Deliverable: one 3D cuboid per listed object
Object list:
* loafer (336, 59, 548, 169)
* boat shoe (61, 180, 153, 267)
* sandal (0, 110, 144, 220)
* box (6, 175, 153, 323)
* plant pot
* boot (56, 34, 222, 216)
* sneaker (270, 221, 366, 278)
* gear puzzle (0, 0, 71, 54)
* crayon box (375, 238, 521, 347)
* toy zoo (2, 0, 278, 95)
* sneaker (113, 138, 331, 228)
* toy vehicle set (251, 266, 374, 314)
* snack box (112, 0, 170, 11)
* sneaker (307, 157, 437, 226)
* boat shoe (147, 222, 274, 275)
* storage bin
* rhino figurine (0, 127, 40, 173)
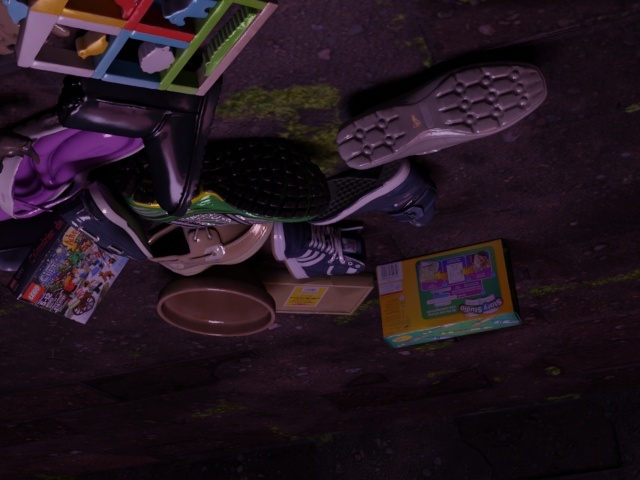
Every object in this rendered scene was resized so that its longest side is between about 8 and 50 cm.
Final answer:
[{"bbox_3d":[0.178,-0.191,1.409,0.319,0.112,0.111,-15,-171,18],"label":"loafer"},{"bbox_3d":[-0.338,-0.015,1.532,0.079,0.095,0.254,-30,165,-1],"label":"boat shoe"},{"bbox_3d":[-0.432,-0.100,1.465,0.416,0.102,0.169,-26,148,33],"label":"sandal"},{"bbox_3d":[-0.403,0.017,1.618,0.233,0.044,0.159,-56,143,1],"label":"box"},{"bbox_3d":[-0.204,0.101,1.910,0.237,0.110,0.237,3,153,2],"label":"plant pot"},{"bbox_3d":[-0.263,-0.155,1.321,0.207,0.094,0.246,6,121,-22],"label":"boot"},{"bbox_3d":[0.000,0.000,1.759,0.153,0.099,0.282,-4,162,10],"label":"sneaker"},{"bbox_3d":[-0.453,-0.319,1.062,0.175,0.044,0.339,-2,156,43],"label":"gear puzzle"},{"bbox_3d":[0.262,0.112,1.969,0.278,0.165,0.081,-13,154,16],"label":"crayon box"},{"bbox_3d":[-0.220,-0.252,1.094,0.293,0.030,0.192,4,150,-38],"label":"toy zoo"},{"bbox_3d":[-0.154,-0.085,1.551,0.343,0.134,0.146,5,161,-1],"label":"sneaker"},{"bbox_3d":[-0.034,0.112,2.067,0.267,0.035,0.166,3,154,-17],"label":"toy vehicle set"},{"bbox_3d":[-0.210,-0.363,1.000,0.187,0.060,0.322,-3,155,-4],"label":"snack box"},{"bbox_3d":[0.097,-0.062,1.664,0.226,0.086,0.163,-23,147,31],"label":"sneaker"},{"bbox_3d":[-0.202,-0.012,1.697,0.098,0.109,0.302,17,152,-41],"label":"boat shoe"},{"bbox_3d":[-0.504,-0.007,1.666,0.135,0.091,0.098,-8,155,8],"label":"storage bin"},{"bbox_3d":[-0.502,-0.164,1.321,0.243,0.073,0.106,27,141,-29],"label":"rhino figurine"}]
